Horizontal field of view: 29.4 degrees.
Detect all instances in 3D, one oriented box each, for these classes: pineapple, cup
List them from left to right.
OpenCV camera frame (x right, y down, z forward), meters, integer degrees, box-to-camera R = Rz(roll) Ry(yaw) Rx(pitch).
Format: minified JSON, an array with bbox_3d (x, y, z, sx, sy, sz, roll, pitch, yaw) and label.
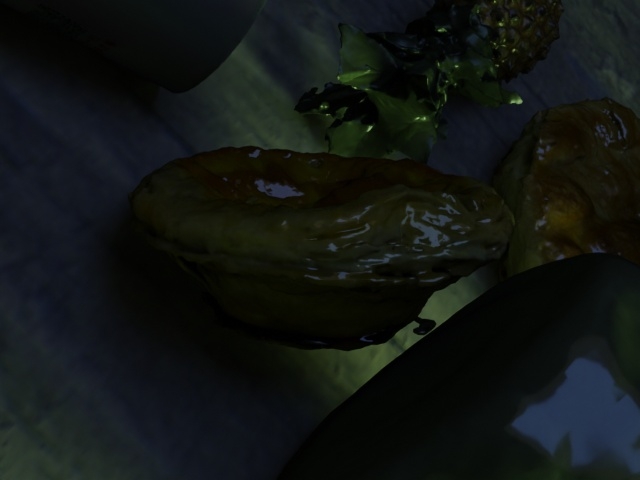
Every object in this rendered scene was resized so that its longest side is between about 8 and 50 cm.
[{"bbox_3d":[-0.174,-0.224,0.766,0.288,0.203,0.203,33,43,-27],"label":"cup"},{"bbox_3d":[0.097,-0.154,0.986,0.277,0.119,0.130,-43,110,-47],"label":"pineapple"}]

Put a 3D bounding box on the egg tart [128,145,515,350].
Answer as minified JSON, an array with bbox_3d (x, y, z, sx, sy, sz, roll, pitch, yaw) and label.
[{"bbox_3d":[0.000,0.000,0.754,0.241,0.241,0.106,-11,110,-45],"label":"egg tart"}]

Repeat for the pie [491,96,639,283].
[{"bbox_3d":[0.269,0.034,1.018,0.339,0.083,0.339,24,47,-29],"label":"pie"}]

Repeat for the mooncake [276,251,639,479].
[{"bbox_3d":[0.093,0.121,0.662,0.135,0.275,0.275,53,41,1],"label":"mooncake"}]
